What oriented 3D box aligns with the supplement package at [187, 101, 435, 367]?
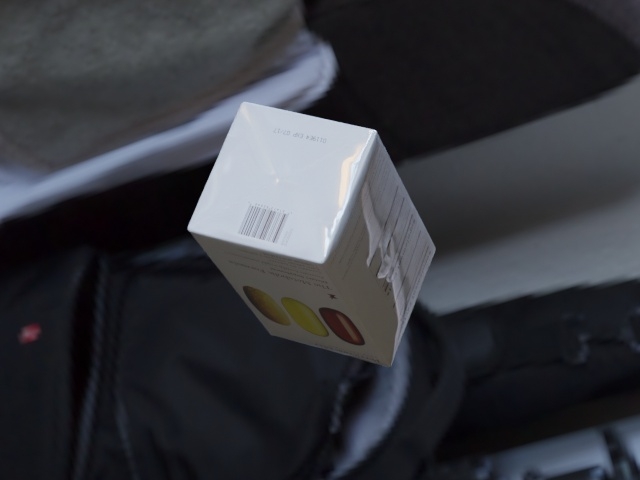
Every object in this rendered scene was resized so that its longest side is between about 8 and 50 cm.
[{"bbox_3d":[0.000,0.000,1.534,0.134,0.139,0.244,-68,155,-19],"label":"supplement package"}]
